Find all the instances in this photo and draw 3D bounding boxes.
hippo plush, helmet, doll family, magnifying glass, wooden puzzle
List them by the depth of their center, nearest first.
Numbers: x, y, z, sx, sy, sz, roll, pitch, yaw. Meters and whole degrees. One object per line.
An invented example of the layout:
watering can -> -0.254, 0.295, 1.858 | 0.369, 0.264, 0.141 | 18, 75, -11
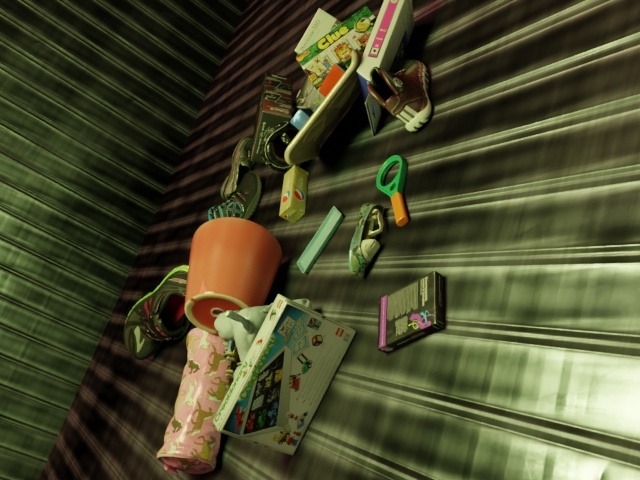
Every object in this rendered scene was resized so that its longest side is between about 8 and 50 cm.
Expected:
magnifying glass -> 0.177, -0.118, 1.434 | 0.092, 0.026, 0.231 | -45, 29, 31
hippo plush -> -0.116, 0.272, 1.450 | 0.294, 0.234, 0.237 | 153, 109, -71
doll family -> -0.222, 0.294, 1.621 | 0.193, 0.075, 0.111 | 107, 174, -48
wooden puzzle -> 0.022, -0.388, 1.738 | 0.348, 0.080, 0.322 | -55, -4, 19
helmet -> -0.113, -0.305, 1.978 | 0.169, 0.169, 0.161 | -57, 7, 10

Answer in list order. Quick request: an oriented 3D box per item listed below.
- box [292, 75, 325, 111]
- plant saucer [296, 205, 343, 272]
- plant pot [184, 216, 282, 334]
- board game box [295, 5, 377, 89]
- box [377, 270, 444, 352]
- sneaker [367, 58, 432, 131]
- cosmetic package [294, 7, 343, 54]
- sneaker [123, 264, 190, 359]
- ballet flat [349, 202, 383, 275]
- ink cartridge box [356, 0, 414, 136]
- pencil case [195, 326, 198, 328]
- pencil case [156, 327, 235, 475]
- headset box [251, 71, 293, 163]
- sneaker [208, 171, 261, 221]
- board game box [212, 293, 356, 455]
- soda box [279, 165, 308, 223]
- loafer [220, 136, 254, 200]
box -> 0.001, -0.551, 2.107 | 0.231, 0.056, 0.183 | -63, 25, 1
plant saucer -> 0.000, 0.000, 1.644 | 0.192, 0.018, 0.067 | -56, 27, 10
plant pot -> -0.256, 0.113, 1.694 | 0.275, 0.274, 0.243 | -39, 30, 39
board game box -> 0.061, -0.570, 1.794 | 0.259, 0.030, 0.136 | -35, 58, 8
box -> 0.174, 0.141, 1.184 | 0.162, 0.029, 0.116 | -36, 37, 44
sneaker -> 0.188, -0.406, 1.524 | 0.106, 0.162, 0.282 | -45, 31, 32
cosmetic package -> 0.038, -0.605, 1.916 | 0.151, 0.183, 0.151 | -58, 2, 10
sneaker -> -0.594, 0.292, 2.254 | 0.483, 0.185, 0.202 | -49, 25, 27
ballet flat -> 0.111, -0.008, 1.406 | 0.070, 0.070, 0.189 | -24, 48, 51
ink cartridge box -> 0.169, -0.487, 1.643 | 0.176, 0.069, 0.371 | 59, -132, -68
pencil case -> -0.309, 0.247, 1.891 | 0.209, 0.095, 0.098 | -46, 46, 34
pencil case -> -0.329, 0.436, 1.668 | 0.167, 0.159, 0.386 | 110, 169, -54
headset box -> -0.174, -0.429, 2.185 | 0.293, 0.110, 0.218 | -92, 16, -44
sneaker -> -0.319, -0.110, 2.187 | 0.125, 0.139, 0.341 | -12, 54, 60
board game box -> -0.074, 0.290, 1.303 | 0.306, 0.192, 0.053 | -62, 27, -1
soda box -> -0.081, -0.145, 1.882 | 0.061, 0.058, 0.181 | -39, 35, 39
loafer -> -0.306, -0.276, 2.402 | 0.084, 0.096, 0.268 | 21, 90, 44
